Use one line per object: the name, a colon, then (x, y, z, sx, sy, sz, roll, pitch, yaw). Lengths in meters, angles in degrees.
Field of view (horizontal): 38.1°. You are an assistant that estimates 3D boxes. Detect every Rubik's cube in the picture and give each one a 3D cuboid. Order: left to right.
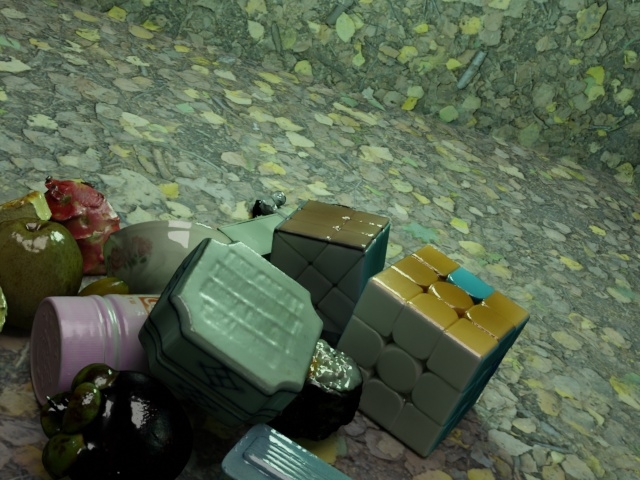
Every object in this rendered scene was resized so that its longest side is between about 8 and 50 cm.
Rubik's cube: (0.020, 0.059, 2.147, 0.221, 0.231, 0.224, 13, 23, 15)
Rubik's cube: (0.227, 0.227, 2.004, 0.291, 0.290, 0.291, 35, 29, 20)

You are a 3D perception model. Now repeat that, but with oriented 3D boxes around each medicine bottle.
medicine bottle: (-0.354, 0.200, 1.709, 0.315, 0.202, 0.202, 3, 35, -34)

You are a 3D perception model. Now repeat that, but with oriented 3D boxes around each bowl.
bowl: (-0.311, 0.084, 1.907, 0.277, 0.277, 0.145, 9, 60, -25)

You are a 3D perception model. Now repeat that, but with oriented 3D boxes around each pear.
pear: (-0.560, 0.053, 1.789, 0.188, 0.211, 0.228, 32, 29, 18)

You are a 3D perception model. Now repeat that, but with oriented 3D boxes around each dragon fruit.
dragon fruit: (-0.548, -0.044, 2.013, 0.274, 0.161, 0.126, 35, 28, 15)

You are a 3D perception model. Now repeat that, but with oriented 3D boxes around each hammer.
hammer: (0.000, 0.001, 2.468, 0.427, 0.044, 0.152, 33, 31, 16)

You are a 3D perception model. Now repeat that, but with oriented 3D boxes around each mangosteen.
mangosteen: (-0.337, 0.315, 1.514, 0.242, 0.243, 0.243, 18, 29, -11)

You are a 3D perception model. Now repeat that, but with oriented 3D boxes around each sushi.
sushi: (-0.085, 0.261, 1.843, 0.350, 0.171, 0.211, 29, 27, 9)

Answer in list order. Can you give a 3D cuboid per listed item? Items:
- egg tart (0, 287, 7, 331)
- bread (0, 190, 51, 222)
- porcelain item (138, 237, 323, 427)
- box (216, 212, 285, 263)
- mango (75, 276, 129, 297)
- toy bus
egg tart: (-0.705, 0.135, 1.607, 0.314, 0.120, 0.315, 13, 47, -15)
bread: (-0.656, -0.037, 1.898, 0.188, 0.068, 0.125, -22, 10, -4)
porcelain item: (-0.153, 0.161, 1.614, 0.286, 0.157, 0.281, 36, 35, -12)
box: (-0.148, 0.017, 2.286, 0.129, 0.086, 0.225, 38, 32, 26)
mango: (-0.433, 0.129, 1.812, 0.111, 0.163, 0.089, -16, 60, -26)
toy bus: (-0.030, 0.467, 1.518, 0.312, 0.190, 0.152, 30, 29, 11)
